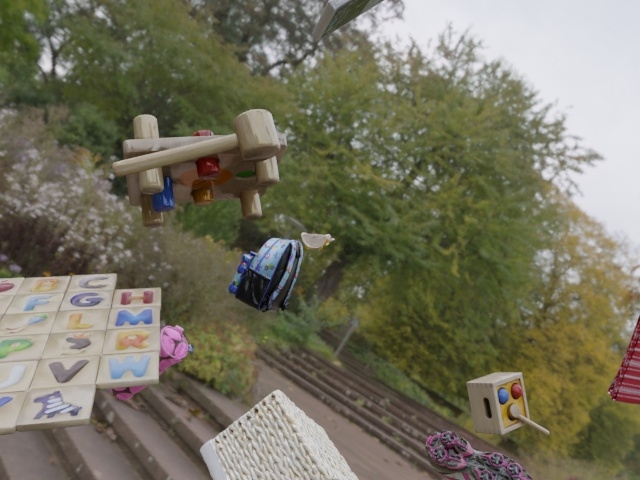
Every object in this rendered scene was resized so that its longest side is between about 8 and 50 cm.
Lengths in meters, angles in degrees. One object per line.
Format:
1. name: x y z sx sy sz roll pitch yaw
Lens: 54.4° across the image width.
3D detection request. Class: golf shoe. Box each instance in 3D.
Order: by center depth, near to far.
1. golf shoe: 0.248 0.358 0.943 0.186 0.067 0.086 23 -34 39

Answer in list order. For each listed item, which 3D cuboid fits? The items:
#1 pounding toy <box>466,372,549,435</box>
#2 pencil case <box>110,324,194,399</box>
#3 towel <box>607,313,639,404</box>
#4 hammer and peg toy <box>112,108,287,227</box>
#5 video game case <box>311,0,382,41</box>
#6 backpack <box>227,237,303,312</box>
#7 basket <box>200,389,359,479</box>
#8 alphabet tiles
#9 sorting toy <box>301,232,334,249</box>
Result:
1. pounding toy: 0.408 0.366 1.354 0.130 0.141 0.100 -5 -6 -39
2. pencil case: -0.395 0.280 1.429 0.095 0.209 0.098 42 24 -29
3. towel: 0.723 0.219 1.319 0.199 0.274 0.031 13 9 -26
4. hammer and peg toy: -0.195 -0.133 1.016 0.266 0.127 0.361 -6 -14 -15
5. video game case: 0.073 -0.424 1.088 0.022 0.173 0.190 57 -6 -8
6. backpack: -0.117 0.068 1.435 0.117 0.173 0.158 24 3 17
7. basket: -0.080 0.622 1.606 0.331 0.266 0.328 45 -6 45
8. alphabet tiles: -0.315 0.102 0.655 0.285 0.011 0.342 -2 18 -13
9. sorting toy: 0.000 0.000 1.746 0.083 0.044 0.075 4 8 32
